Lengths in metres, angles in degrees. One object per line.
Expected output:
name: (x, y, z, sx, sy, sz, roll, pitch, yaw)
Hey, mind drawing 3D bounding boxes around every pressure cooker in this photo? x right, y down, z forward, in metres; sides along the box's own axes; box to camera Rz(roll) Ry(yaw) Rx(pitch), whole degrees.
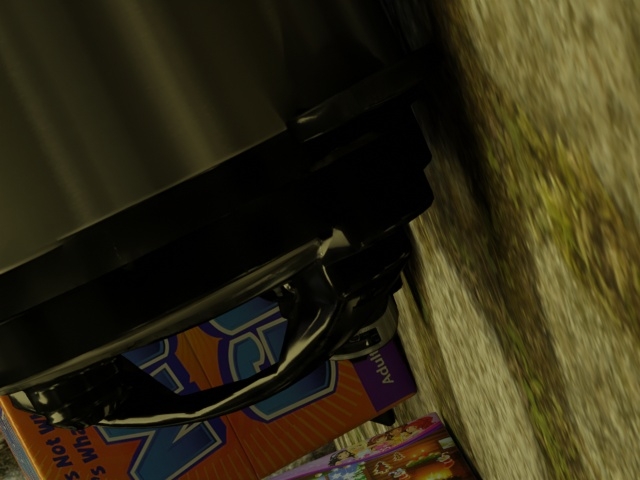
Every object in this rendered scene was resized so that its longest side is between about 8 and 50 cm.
pressure cooker: (-0.144, -0.087, 1.147, 0.420, 0.376, 0.370, 64, 175, -5)

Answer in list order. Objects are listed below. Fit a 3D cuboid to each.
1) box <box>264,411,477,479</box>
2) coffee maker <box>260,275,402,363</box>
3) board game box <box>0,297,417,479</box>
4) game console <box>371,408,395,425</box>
box: (-0.008, 0.254, 1.640, 0.201, 0.293, 0.057, -122, 11, -71)
coffee maker: (0.012, -0.009, 1.550, 0.178, 0.120, 0.171, 83, -165, -69)
board game box: (-0.175, 0.073, 1.984, 0.356, 0.356, 0.356, 63, 167, -4)
game console: (0.056, 0.142, 2.302, 0.107, 0.071, 0.122, 11, 127, 50)
